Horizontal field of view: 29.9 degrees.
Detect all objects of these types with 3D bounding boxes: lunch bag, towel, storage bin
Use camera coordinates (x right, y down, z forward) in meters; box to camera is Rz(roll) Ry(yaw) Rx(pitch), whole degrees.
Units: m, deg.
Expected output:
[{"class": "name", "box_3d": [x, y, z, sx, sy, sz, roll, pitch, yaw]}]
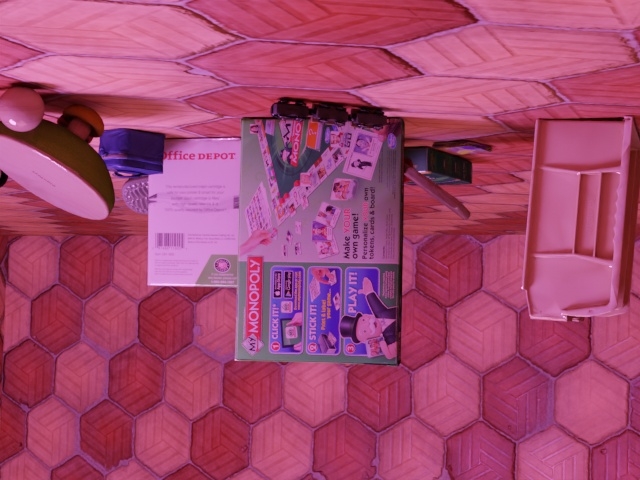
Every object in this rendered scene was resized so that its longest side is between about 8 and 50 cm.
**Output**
[{"class": "lunch bag", "box_3d": [-0.273, -0.122, 1.719, 0.098, 0.065, 0.067, 4, 176, -45]}, {"class": "towel", "box_3d": [0.208, -0.136, 1.761, 0.060, 0.009, 0.083, -2, 175, 37]}, {"class": "storage bin", "box_3d": [0.356, -0.020, 1.611, 0.123, 0.260, 0.262, 4, 178, 17]}]

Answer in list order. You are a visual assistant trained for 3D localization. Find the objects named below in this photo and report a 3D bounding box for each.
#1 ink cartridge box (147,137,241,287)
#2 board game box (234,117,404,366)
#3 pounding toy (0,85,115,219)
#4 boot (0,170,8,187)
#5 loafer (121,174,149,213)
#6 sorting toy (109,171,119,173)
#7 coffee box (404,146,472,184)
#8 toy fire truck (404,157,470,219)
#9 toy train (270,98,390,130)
[{"class": "ink cartridge box", "box_3d": [-0.170, -0.040, 1.795, 0.160, 0.219, 0.092, 1, 180, 16]}, {"class": "board game box", "box_3d": [0.000, 0.000, 1.554, 0.214, 0.317, 0.046, 1, 177, 10]}, {"class": "pounding toy", "box_3d": [-0.331, -0.134, 1.482, 0.183, 0.110, 0.237, 12, 155, 38]}, {"class": "boot", "box_3d": [-0.655, -0.109, 1.993, 0.176, 0.088, 0.244, -6, 178, 44]}, {"class": "loafer", "box_3d": [-0.195, -0.108, 1.929, 0.251, 0.094, 0.087, -5, -141, 7]}, {"class": "sorting toy", "box_3d": [-0.286, -0.129, 1.847, 0.083, 0.044, 0.075, 2, 169, -7]}, {"class": "coffee box", "box_3d": [0.155, -0.114, 1.886, 0.113, 0.040, 0.184, 0, 176, 27]}, {"class": "toy fire truck", "box_3d": [0.066, -0.086, 1.686, 0.246, 0.158, 0.217, -13, 170, 25]}, {"class": "toy train", "box_3d": [0.012, -0.151, 1.450, 0.158, 0.027, 0.036, 3, 179, -26]}]
